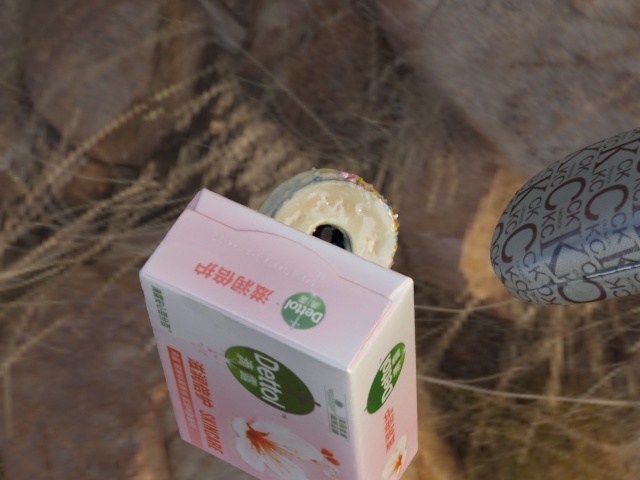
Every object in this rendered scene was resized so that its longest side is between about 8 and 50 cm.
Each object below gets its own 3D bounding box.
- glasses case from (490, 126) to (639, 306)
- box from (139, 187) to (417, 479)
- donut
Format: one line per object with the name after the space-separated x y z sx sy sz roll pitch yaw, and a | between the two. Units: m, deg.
0.279 -0.036 1.320 0.355 0.137 0.085 -17 124 38 | glasses case
-0.012 0.046 0.669 0.089 0.125 0.043 23 60 21 | box
0.000 0.000 2.006 0.174 0.068 0.174 -5 107 -15 | donut
